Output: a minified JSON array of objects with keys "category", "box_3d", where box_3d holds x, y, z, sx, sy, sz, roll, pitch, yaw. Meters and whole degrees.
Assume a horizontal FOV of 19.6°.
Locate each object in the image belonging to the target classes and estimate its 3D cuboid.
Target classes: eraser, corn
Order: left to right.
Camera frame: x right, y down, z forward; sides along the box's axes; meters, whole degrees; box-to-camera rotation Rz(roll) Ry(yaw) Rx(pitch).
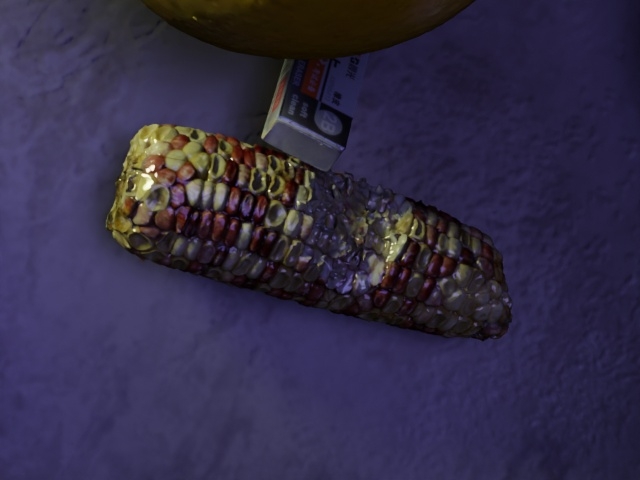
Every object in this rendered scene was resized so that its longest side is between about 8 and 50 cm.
[{"category":"eraser","box_3d":[-0.001,-0.103,1.239,0.052,0.029,0.122,27,46,-13]},{"category":"corn","box_3d":[0.000,0.000,1.236,0.290,0.098,0.098,17,85,-15]}]

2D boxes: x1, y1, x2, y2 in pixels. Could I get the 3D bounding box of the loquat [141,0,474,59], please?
[{"category":"loquat","box_3d":[0.007,-0.278,1.141,0.359,0.328,0.328,-25,96,-44]}]
